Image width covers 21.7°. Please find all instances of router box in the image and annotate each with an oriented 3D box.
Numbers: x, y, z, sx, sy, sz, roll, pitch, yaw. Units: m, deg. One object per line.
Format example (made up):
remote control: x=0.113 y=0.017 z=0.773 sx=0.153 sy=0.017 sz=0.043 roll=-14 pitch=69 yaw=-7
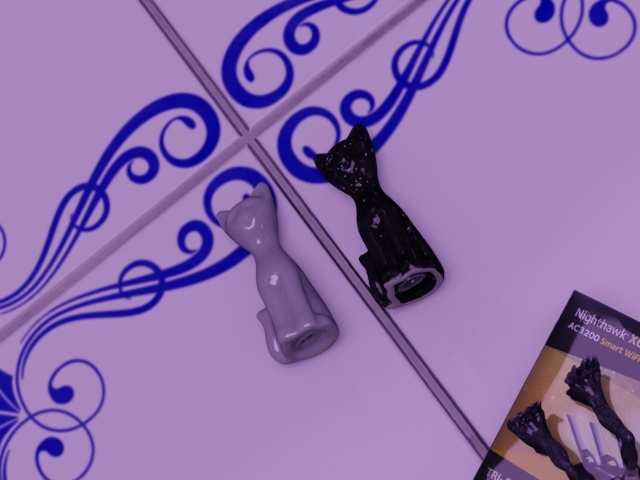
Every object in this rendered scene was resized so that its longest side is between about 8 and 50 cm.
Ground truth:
router box: x=0.341 y=0.228 z=1.701 sx=0.309 sy=0.081 sz=0.243 roll=27 pitch=86 yaw=19

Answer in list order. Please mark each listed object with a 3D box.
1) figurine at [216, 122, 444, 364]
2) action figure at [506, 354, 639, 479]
figurine: x=0.000 y=0.000 z=1.851 sx=0.215 sy=0.092 sz=0.209 roll=-29 pitch=64 yaw=9
action figure: x=0.291 y=0.256 z=1.594 sx=0.164 sy=0.141 sz=0.276 roll=-36 pitch=68 yaw=4
